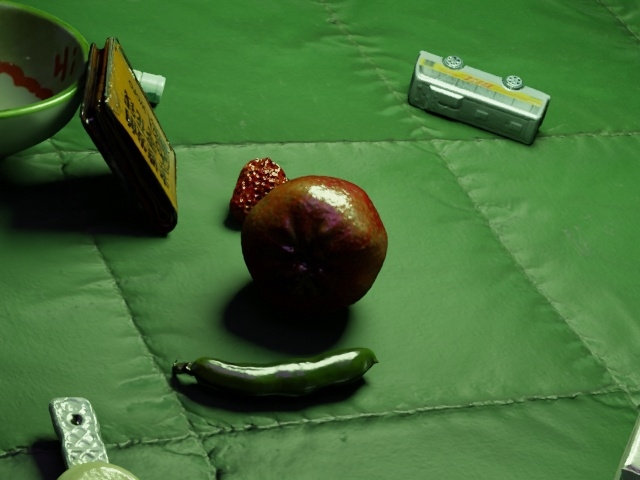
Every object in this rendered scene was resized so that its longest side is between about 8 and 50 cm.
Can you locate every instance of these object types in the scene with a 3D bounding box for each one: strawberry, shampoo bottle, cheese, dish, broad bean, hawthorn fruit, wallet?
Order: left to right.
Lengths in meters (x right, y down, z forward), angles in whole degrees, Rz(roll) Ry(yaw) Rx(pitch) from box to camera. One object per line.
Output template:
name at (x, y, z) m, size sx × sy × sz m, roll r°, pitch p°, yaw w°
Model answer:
dish at (-0.430, -0.167, 2.162) m, size 0.324 × 0.124 × 0.324 m, roll 5°, pitch 30°, yaw -3°
shampoo bottle at (-0.293, -0.209, 2.344) m, size 0.190 × 0.041 × 0.069 m, roll 12°, pitch 28°, yaw -5°
cheese at (-0.209, 0.228, 1.728) m, size 0.127 × 0.050 × 0.235 m, roll 0°, pitch 38°, yaw -20°
wallet at (-0.212, -0.122, 2.133) m, size 0.042 × 0.195 × 0.161 m, roll -20°, pitch 34°, yaw 14°
strawberry at (-0.072, -0.054, 2.185) m, size 0.073 × 0.073 × 0.083 m, roll 26°, pitch 48°, yaw 16°
broad bean at (-0.041, 0.136, 1.941) m, size 0.227 × 0.039 × 0.069 m, roll 2°, pitch 30°, yaw -19°
hawthorn fruit at (0.000, 0.000, 2.071) m, size 0.157 × 0.157 × 0.194 m, roll 23°, pitch 16°, yaw 12°

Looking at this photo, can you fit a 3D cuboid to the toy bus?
toy bus at (0.211, -0.192, 2.506) m, size 0.190 × 0.064 × 0.075 m, roll 19°, pitch 46°, yaw 5°

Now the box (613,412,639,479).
box at (0.345, 0.238, 1.796) m, size 0.116 × 0.203 × 0.274 m, roll 21°, pitch 34°, yaw 11°
